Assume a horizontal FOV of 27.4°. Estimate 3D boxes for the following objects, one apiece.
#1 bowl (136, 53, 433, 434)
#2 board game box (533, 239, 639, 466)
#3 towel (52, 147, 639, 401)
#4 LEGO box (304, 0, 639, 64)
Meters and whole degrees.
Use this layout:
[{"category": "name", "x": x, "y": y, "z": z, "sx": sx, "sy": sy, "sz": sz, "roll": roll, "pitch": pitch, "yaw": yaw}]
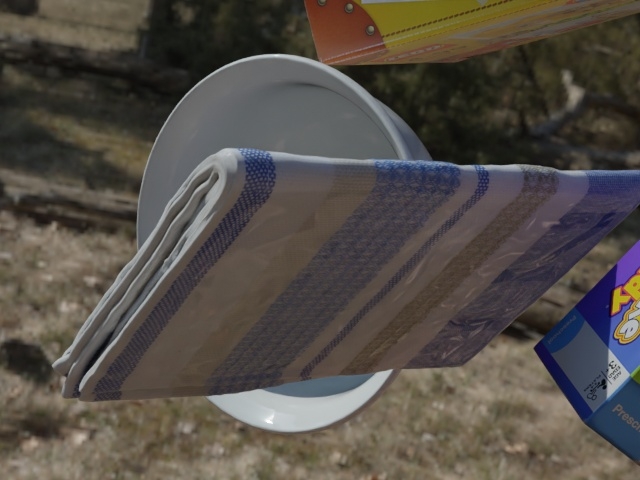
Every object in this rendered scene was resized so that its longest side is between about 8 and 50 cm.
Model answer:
[{"category": "bowl", "x": 0.000, "y": 0.000, "z": 1.064, "sx": 0.298, "sy": 0.298, "sz": 0.134, "roll": 33, "pitch": 24, "yaw": 32}, {"category": "board game box", "x": 0.315, "y": 0.082, "z": 0.674, "sx": 0.347, "sy": 0.233, "sz": 0.078, "roll": 37, "pitch": 12, "yaw": -22}, {"category": "towel", "x": 0.021, "y": 0.019, "z": 0.703, "sx": 0.285, "sy": 0.209, "sz": 0.034, "roll": -1, "pitch": 57, "yaw": -36}, {"category": "LEGO box", "x": 0.272, "y": -0.307, "z": 1.149, "sx": 0.500, "sy": 0.193, "sz": 0.372, "roll": -12, "pitch": 2, "yaw": 26}]
